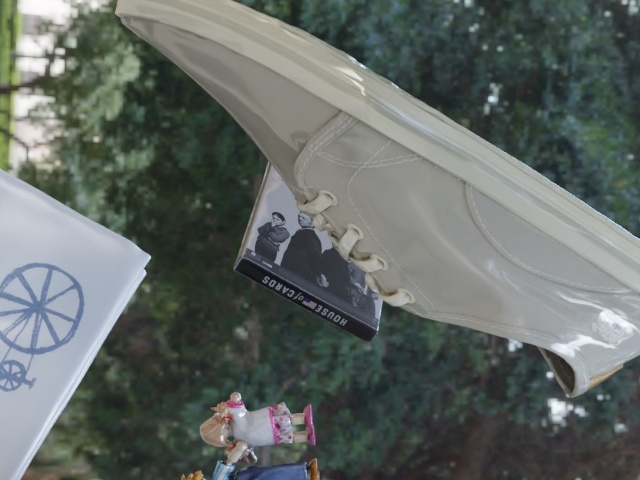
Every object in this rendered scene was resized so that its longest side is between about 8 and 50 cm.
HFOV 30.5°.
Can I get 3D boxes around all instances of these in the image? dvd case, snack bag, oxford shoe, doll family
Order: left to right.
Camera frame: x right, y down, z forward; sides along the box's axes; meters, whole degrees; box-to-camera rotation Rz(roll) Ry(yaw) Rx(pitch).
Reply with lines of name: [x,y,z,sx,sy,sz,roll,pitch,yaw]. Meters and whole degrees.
snack bag: [-0.383,0.065,1.104,0.323,0.343,0.037,-61,-170,-17]
doll family: [-0.080,0.312,1.409,0.118,0.163,0.262,-93,176,-56]
dvd case: [0.000,0.000,1.400,0.029,0.179,0.238,-54,-167,32]
oxford shoe: [0.047,-0.032,0.803,0.130,0.449,0.169,-57,-173,6]
